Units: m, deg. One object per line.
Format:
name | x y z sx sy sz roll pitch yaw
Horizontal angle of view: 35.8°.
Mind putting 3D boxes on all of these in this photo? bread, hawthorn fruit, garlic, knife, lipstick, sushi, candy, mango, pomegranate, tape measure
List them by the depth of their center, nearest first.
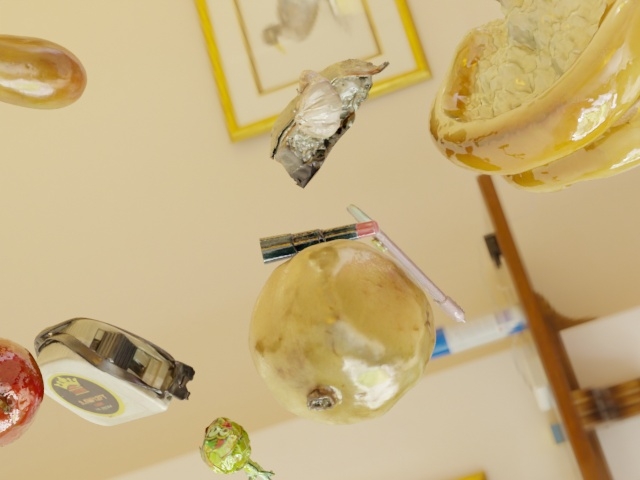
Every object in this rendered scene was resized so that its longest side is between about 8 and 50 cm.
bread | 0.346 -0.233 1.435 0.424 0.245 0.329 -15 61 58
candy | -0.093 0.358 1.516 0.073 0.077 0.262 17 155 49
mango | -0.484 -0.271 1.575 0.253 0.113 0.138 5 -162 -42
garlic | -0.005 -0.218 1.576 0.113 0.074 0.094 61 -157 -1
hawthorn fruit | -0.530 0.248 1.583 0.225 0.196 0.197 3 118 57
pomegranate | 0.037 0.167 1.763 0.332 0.332 0.333 -19 -90 -82
sushi | 0.005 -0.240 1.781 0.109 0.273 0.134 30 -146 -15
tape measure | -0.397 0.228 1.835 0.231 0.271 0.133 43 -130 -28
lipstick | 0.000 0.000 1.930 0.053 0.234 0.053 169 90 -89
knife | 0.199 0.059 2.298 0.398 0.038 0.132 44 177 -12
